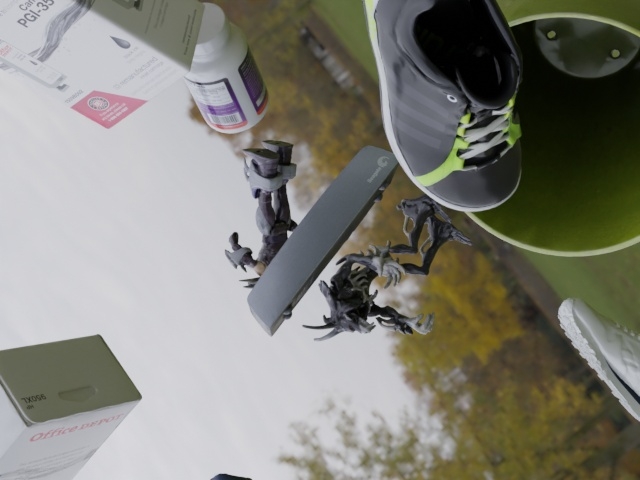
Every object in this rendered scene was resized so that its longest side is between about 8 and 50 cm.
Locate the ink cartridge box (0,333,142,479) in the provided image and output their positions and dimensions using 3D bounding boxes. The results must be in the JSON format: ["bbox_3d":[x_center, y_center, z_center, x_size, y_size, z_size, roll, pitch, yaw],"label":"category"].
[{"bbox_3d":[-0.555,0.364,2.182,0.166,0.395,0.285,52,-151,19],"label":"ink cartridge box"}]

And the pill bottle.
[{"bbox_3d":[-0.149,-0.254,1.760,0.108,0.108,0.193,55,173,34],"label":"pill bottle"}]

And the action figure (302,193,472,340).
[{"bbox_3d":[0.103,0.062,1.813,0.141,0.275,0.164,34,168,44],"label":"action figure"}]

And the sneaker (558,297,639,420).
[{"bbox_3d":[0.433,0.160,1.722,0.235,0.095,0.090,49,-178,-14],"label":"sneaker"}]

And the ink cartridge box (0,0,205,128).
[{"bbox_3d":[-0.325,-0.286,1.530,0.283,0.207,0.117,29,-126,-31],"label":"ink cartridge box"}]

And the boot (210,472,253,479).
[{"bbox_3d":[-0.081,0.385,1.706,0.190,0.069,0.086,31,-141,-48],"label":"boot"}]

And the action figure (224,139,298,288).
[{"bbox_3d":[-0.082,-0.027,2.117,0.099,0.285,0.185,11,-160,38],"label":"action figure"}]

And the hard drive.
[{"bbox_3d":[0.000,0.000,1.461,0.054,0.254,0.172,37,173,4],"label":"hard drive"}]

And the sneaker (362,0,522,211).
[{"bbox_3d":[0.082,-0.091,0.741,0.097,0.084,0.234,55,174,49],"label":"sneaker"}]

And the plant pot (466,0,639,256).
[{"bbox_3d":[0.283,-0.175,1.318,0.275,0.275,0.293,49,-147,-16],"label":"plant pot"}]
